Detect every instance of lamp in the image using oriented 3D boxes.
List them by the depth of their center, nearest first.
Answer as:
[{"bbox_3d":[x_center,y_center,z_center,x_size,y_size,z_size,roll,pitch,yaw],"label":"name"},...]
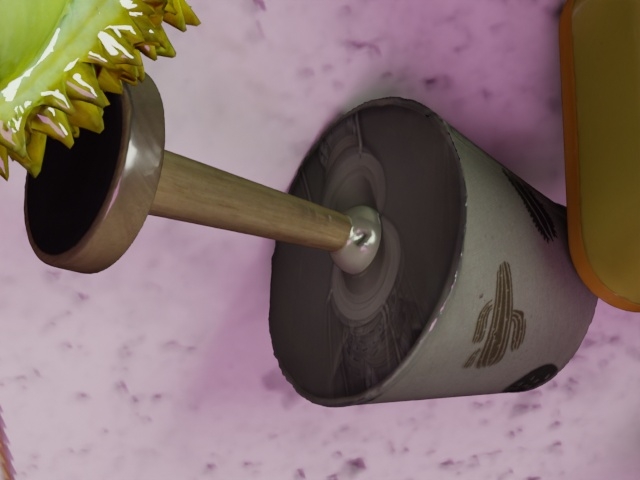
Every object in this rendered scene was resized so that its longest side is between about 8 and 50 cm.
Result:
[{"bbox_3d":[0.000,0.000,0.559,0.214,0.121,0.121,14,116,-35],"label":"lamp"}]

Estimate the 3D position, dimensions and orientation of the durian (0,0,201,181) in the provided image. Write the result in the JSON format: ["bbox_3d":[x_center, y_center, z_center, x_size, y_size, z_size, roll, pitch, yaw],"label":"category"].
[{"bbox_3d":[-0.136,-0.128,0.427,0.200,0.176,0.237,-30,103,-25],"label":"durian"}]

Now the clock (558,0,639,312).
[{"bbox_3d":[0.198,-0.043,0.564,0.202,0.096,0.143,3,79,-13],"label":"clock"}]
